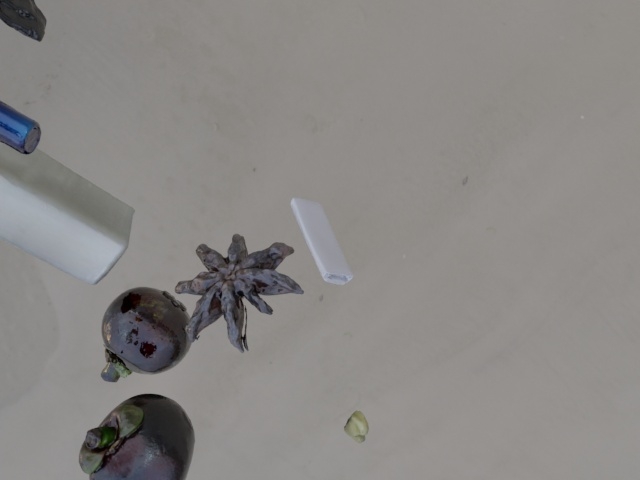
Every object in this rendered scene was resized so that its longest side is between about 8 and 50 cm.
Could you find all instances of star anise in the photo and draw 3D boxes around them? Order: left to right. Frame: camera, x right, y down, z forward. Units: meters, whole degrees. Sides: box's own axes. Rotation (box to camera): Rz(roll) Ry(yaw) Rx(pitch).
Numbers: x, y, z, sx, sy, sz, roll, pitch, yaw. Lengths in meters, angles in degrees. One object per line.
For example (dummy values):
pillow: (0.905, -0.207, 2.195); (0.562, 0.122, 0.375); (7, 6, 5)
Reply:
star anise: (-0.090, 0.042, 0.535); (0.140, 0.141, 0.042); (-3, 144, 13)

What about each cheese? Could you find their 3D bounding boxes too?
cheese: (0.062, 0.317, 0.888); (0.044, 0.030, 0.083); (43, 151, 18)

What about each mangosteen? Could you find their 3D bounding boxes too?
mangosteen: (-0.354, 0.407, 1.005); (0.215, 0.216, 0.216); (5, 122, 8)
mangosteen: (-0.453, 0.254, 1.316); (0.231, 0.231, 0.289); (37, 95, -12)

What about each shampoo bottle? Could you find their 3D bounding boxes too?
shampoo bottle: (-0.499, -0.193, 0.754); (0.182, 0.050, 0.087); (31, 161, -15)

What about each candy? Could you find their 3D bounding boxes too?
candy: (-0.619, -0.073, 1.212); (0.358, 0.208, 0.145); (37, 110, -28)

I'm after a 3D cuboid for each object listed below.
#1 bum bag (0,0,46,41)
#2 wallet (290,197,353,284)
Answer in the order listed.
bum bag: (-0.654, -0.492, 0.986); (0.074, 0.310, 0.137); (-26, 75, 16)
wallet: (0.000, 0.000, 0.695); (0.025, 0.122, 0.061); (-37, 150, 24)
